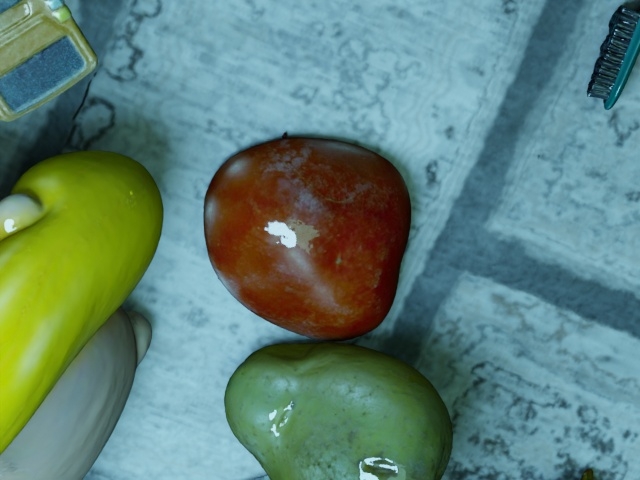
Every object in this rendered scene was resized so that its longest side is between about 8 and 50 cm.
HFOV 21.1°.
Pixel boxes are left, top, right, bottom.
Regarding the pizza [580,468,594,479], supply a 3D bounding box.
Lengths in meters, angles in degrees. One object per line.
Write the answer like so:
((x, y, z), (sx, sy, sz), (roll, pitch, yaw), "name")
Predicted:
((0.208, 0.306, 1.513), (0.289, 0.081, 0.228), (-38, 111, 0), "pizza")

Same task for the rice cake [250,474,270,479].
((0.001, 0.209, 1.456), (0.211, 0.034, 0.043), (-12, 117, -11), "rice cake")

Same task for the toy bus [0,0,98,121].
((-0.225, -0.162, 1.215), (0.091, 0.182, 0.103), (-33, 120, -4), "toy bus")

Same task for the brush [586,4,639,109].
((0.263, -0.200, 1.403), (0.032, 0.043, 0.193), (21, 99, -2), "brush")

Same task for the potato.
((0.010, 0.156, 1.373), (0.194, 0.157, 0.157), (27, 99, 15), "potato")

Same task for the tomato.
((-0.007, 0.005, 1.369), (0.174, 0.082, 0.166), (8, 104, -19), "tomato")

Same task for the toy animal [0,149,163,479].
((-0.261, 0.037, 1.258), (0.247, 0.345, 0.277), (24, 77, 13), "toy animal")
